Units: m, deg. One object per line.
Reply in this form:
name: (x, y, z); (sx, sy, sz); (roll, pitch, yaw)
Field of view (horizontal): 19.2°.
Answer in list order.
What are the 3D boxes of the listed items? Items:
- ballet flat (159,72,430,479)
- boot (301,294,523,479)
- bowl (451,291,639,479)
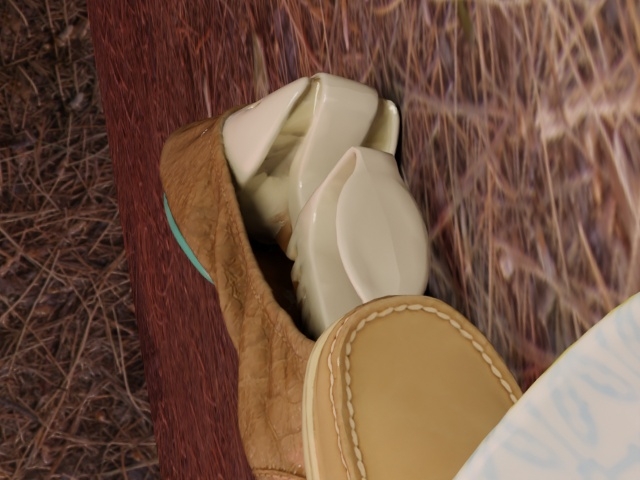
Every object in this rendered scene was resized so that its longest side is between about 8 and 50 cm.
ballet flat: (0.000, 0.000, 0.877); (0.342, 0.116, 0.124); (-106, 32, -57)
boot: (0.067, 0.103, 0.573); (0.203, 0.095, 0.262); (100, 155, -63)
bowl: (0.071, 0.162, 0.330); (0.289, 0.156, 0.289); (-60, 6, 11)
